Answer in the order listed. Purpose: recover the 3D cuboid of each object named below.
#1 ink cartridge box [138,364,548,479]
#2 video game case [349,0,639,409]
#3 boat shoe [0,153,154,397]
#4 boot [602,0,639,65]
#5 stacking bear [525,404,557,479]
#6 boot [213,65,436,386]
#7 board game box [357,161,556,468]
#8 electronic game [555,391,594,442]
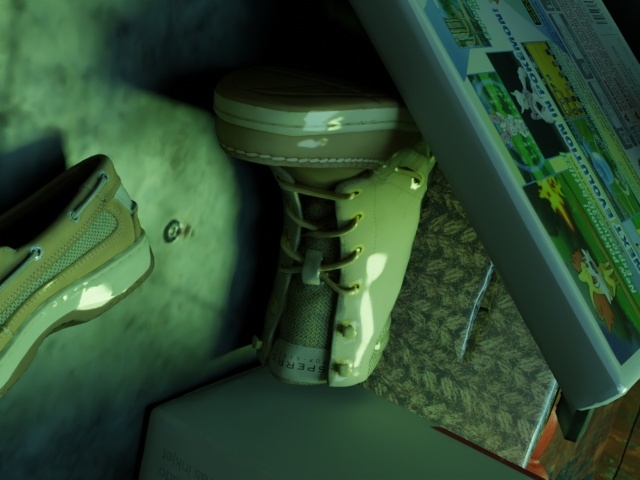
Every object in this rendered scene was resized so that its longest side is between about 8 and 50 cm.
[{"bbox_3d":[0.005,0.315,0.579,0.160,0.279,0.385,-13,120,-57],"label":"ink cartridge box"},{"bbox_3d":[0.147,-0.093,0.559,0.036,0.329,0.300,-33,171,38],"label":"video game case"},{"bbox_3d":[-0.145,0.019,0.353,0.190,0.068,0.072,-47,134,-52],"label":"boat shoe"},{"bbox_3d":[0.338,-0.112,0.715,0.146,0.445,0.367,-22,149,-3],"label":"boot"},{"bbox_3d":[0.209,0.308,1.083,0.175,0.164,0.289,13,92,-68],"label":"stacking bear"},{"bbox_3d":[0.000,0.000,0.549,0.262,0.095,0.204,-15,123,-68],"label":"boot"},{"bbox_3d":[0.163,0.054,0.784,0.291,0.141,0.232,4,106,-71],"label":"board game box"},{"bbox_3d":[0.283,0.088,0.854,0.229,0.048,0.229,-54,156,-38],"label":"electronic game"}]
